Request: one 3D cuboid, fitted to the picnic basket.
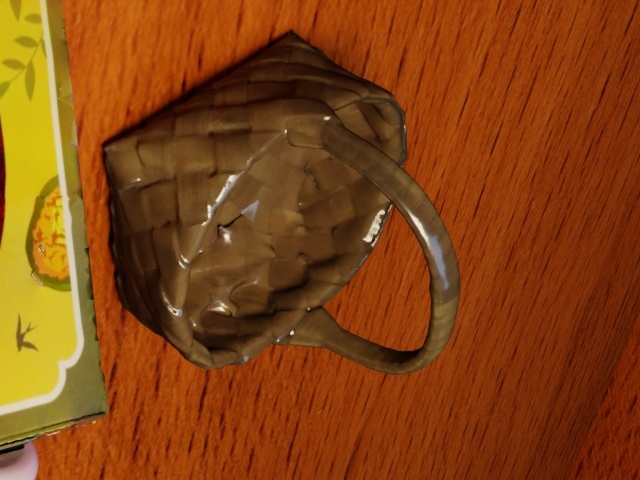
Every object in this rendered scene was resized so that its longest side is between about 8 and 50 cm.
[{"bbox_3d":[0.000,0.000,1.235,0.337,0.337,0.293,-37,145,-33],"label":"picnic basket"}]

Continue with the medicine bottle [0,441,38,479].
[{"bbox_3d":[-0.353,0.271,1.127,0.152,0.152,0.254,-2,121,-57],"label":"medicine bottle"}]

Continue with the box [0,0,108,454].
[{"bbox_3d":[-0.321,-0.045,0.696,0.420,0.138,0.373,-8,91,-53],"label":"box"}]
